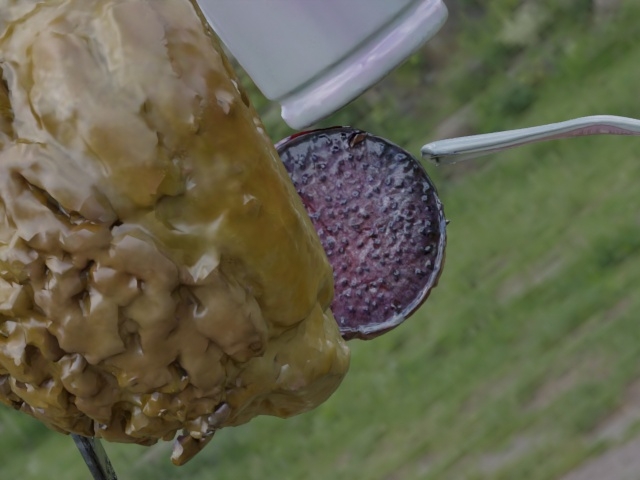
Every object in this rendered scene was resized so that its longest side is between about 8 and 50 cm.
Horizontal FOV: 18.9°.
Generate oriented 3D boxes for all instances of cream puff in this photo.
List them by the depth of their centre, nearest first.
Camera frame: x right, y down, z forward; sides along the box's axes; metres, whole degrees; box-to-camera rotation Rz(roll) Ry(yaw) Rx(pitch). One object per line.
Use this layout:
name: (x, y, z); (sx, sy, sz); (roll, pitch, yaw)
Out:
cream puff: (-0.137, -0.023, 1.115); (0.231, 0.343, 0.327); (-29, 31, -1)

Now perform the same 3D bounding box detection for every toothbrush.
toothbrush: (0.162, -0.065, 1.171); (0.204, 0.022, 0.017); (-9, -28, 3)

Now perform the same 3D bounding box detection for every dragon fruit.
dragon fruit: (0.004, -0.001, 1.939); (0.224, 0.218, 0.148); (-53, 8, -10)

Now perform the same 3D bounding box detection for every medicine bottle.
medicine bottle: (-0.041, -0.288, 1.895); (0.202, 0.316, 0.202); (-35, 10, 7)

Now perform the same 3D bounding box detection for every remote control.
remote control: (-0.161, 0.151, 1.363); (0.014, 0.096, 0.039); (-18, 39, 1)
